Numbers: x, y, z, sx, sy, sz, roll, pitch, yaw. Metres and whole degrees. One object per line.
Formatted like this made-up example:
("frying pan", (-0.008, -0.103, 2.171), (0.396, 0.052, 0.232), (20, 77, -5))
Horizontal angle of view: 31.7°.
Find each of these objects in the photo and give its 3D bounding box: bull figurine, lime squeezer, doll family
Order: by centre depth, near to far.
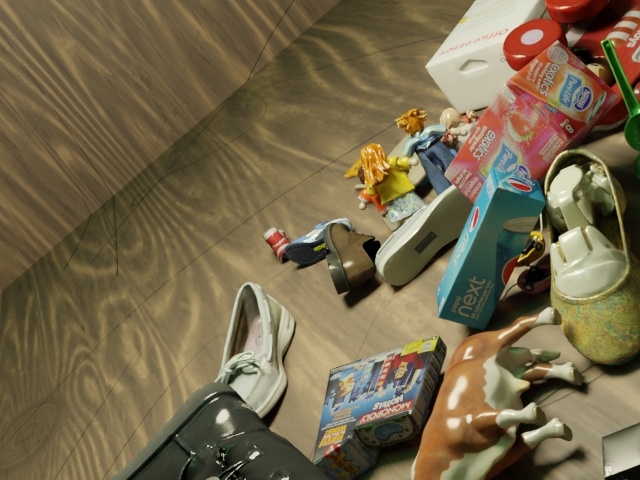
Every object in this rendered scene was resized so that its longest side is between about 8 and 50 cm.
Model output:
("bull figurine", (0.193, 0.204, 1.291), (0.188, 0.101, 0.310), (-25, 26, 31))
("lime squeezer", (0.450, -0.139, 1.556), (0.059, 0.110, 0.310), (-13, 52, 16))
("doll family", (0.162, -0.127, 1.872), (0.263, 0.163, 0.118), (-33, -3, 14))

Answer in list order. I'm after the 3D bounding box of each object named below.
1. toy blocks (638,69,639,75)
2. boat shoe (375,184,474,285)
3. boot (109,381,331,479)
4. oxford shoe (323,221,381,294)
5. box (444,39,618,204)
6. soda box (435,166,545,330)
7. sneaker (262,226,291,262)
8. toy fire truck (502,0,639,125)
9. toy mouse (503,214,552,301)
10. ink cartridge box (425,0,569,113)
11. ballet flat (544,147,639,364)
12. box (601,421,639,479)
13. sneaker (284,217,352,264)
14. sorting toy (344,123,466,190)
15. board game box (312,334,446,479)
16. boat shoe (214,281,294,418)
("toy blocks", (0.645, -0.354, 1.541), (0.288, 0.260, 0.309), (108, -172, -71))
("boat shoe", (0.174, -0.025, 1.809), (0.227, 0.079, 0.081), (-43, 25, 1))
("boot", (-0.130, 0.406, 1.402), (0.367, 0.146, 0.445), (-56, 34, -2))
("oxford shoe", (0.058, 0.023, 1.934), (0.096, 0.082, 0.227), (-19, 24, 2))
("box", (0.298, -0.148, 1.625), (0.128, 0.122, 0.257), (-39, -11, -28))
("soda box", (0.225, 0.013, 1.514), (0.067, 0.071, 0.210), (-87, 16, -62))
("sneaker", (-0.076, 0.011, 2.221), (0.042, 0.067, 0.118), (-41, -9, 4))
("toy fire truck", (0.454, -0.288, 1.791), (0.254, 0.169, 0.302), (18, 59, 44))
("toy mouse", (0.316, 0.029, 1.527), (0.143, 0.031, 0.161), (8, 54, 54))
("ink cartridge box", (0.374, -0.401, 2.161), (0.226, 0.131, 0.306), (-11, 36, 50))
("ballet flat", (0.329, 0.004, 1.396), (0.123, 0.123, 0.348), (-29, 30, 27))
("box", (0.326, 0.216, 1.110), (0.083, 0.052, 0.062), (-29, 22, 27))
("sneaker", (0.000, 0.000, 2.092), (0.144, 0.053, 0.059), (-20, 27, 23))
("sorting toy", (0.179, -0.146, 2.096), (0.196, 0.047, 0.348), (-44, 21, -23))
("board game box", (0.071, 0.233, 1.490), (0.194, 0.060, 0.194), (-23, 28, 37))
("boat shoe", (-0.119, 0.190, 1.833), (0.118, 0.103, 0.320), (-29, 23, 26))
